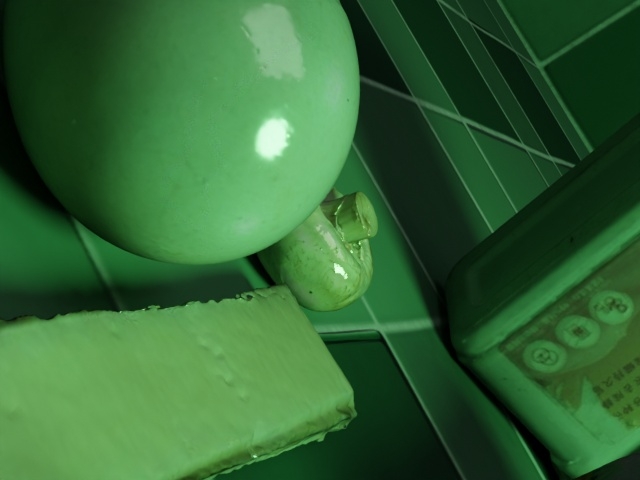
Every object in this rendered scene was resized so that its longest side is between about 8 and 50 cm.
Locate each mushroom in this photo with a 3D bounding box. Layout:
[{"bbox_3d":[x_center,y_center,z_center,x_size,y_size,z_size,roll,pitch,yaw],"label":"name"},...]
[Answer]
[{"bbox_3d":[0.000,0.000,0.783,0.083,0.067,0.083,51,24,-33],"label":"mushroom"}]

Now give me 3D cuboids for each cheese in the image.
[{"bbox_3d":[-0.068,0.064,0.549,0.085,0.034,0.400,64,18,8],"label":"cheese"}]

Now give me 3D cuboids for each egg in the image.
[{"bbox_3d":[-0.064,-0.084,0.612,0.151,0.151,0.209,38,25,-47],"label":"egg"}]

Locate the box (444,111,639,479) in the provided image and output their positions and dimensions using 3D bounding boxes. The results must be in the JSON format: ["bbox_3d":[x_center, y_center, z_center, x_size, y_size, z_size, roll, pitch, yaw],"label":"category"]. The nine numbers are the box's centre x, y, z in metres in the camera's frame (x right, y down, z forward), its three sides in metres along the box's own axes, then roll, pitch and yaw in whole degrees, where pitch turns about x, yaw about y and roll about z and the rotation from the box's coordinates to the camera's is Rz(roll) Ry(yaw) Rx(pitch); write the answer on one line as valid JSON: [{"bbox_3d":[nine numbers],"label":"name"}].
[{"bbox_3d":[0.245,0.030,1.029,0.182,0.312,0.175,41,22,-19],"label":"box"}]

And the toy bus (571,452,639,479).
[{"bbox_3d":[0.162,0.201,0.754,0.112,0.138,0.317,57,15,4],"label":"toy bus"}]
